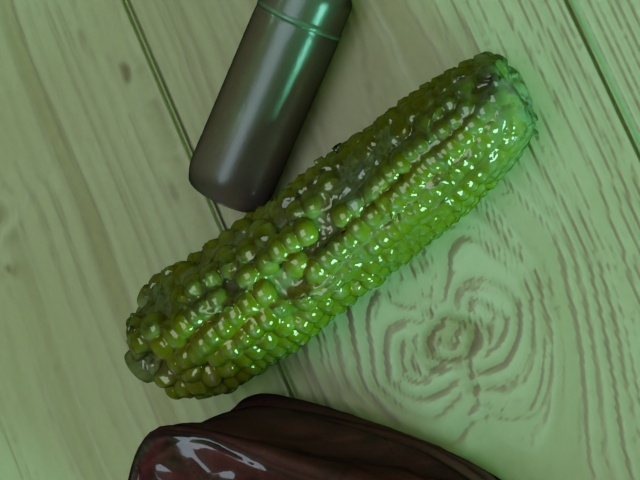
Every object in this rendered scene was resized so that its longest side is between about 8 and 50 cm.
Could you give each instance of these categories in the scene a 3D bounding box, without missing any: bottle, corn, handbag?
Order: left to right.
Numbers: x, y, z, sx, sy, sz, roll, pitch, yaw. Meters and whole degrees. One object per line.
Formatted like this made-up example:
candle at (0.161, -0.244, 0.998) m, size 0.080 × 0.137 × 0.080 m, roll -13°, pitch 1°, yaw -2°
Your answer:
bottle at (-0.030, -0.087, 0.976) m, size 0.053 × 0.053 × 0.140 m, roll 29°, pitch 104°, yaw 21°
corn at (0.000, 0.000, 0.948) m, size 0.288 × 0.086 × 0.086 m, roll -37°, pitch 77°, yaw 20°
handbag at (0.004, 0.176, 0.929) m, size 0.225 × 0.135 × 0.146 m, roll 16°, pitch 98°, yaw 19°
